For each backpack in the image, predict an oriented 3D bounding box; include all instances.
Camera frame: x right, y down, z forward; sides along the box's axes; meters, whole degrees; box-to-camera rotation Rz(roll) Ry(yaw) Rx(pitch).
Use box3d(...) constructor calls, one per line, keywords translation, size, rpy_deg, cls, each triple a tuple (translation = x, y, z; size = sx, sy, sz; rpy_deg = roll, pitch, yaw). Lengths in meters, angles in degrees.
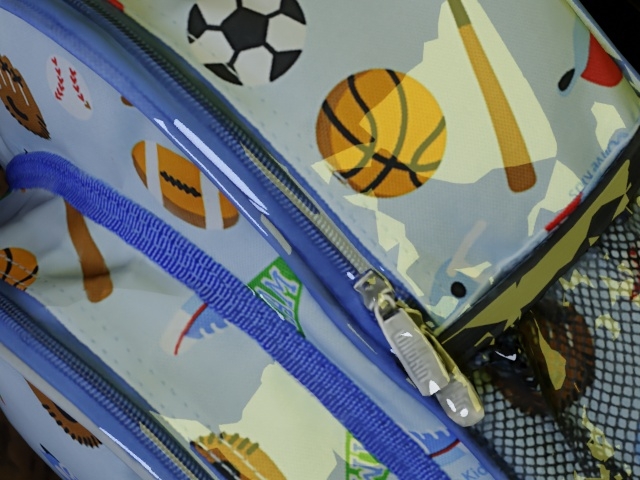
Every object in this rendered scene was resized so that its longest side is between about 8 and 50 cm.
box3d(translation=(0.000, 0.000, 0.468), size=(0.213, 0.276, 0.263), rpy_deg=(-40, 103, -21), cls="backpack")
